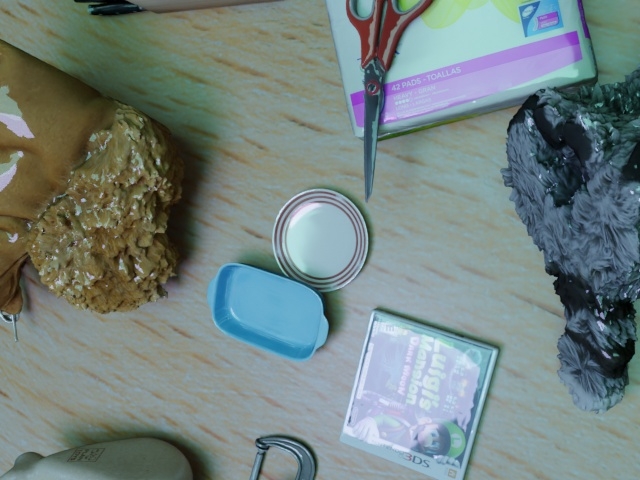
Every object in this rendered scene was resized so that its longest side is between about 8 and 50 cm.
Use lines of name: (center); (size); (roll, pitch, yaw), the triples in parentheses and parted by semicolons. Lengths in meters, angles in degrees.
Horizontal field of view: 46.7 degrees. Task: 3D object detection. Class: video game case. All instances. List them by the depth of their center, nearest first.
video game case: (0.126, 0.204, 0.973); (0.173, 0.022, 0.191); (16, 98, 19)

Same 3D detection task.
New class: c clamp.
c clamp: (-0.080, 0.347, 1.058); (0.137, 0.022, 0.161); (24, 101, 18)

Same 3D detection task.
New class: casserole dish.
casserole dish: (-0.069, 0.094, 1.026); (0.188, 0.037, 0.114); (18, 110, 21)

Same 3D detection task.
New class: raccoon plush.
raccoon plush: (0.377, -0.052, 0.818); (0.299, 0.447, 0.216); (-23, 45, -15)

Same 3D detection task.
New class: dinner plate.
dinner plate: (0.000, 0.000, 1.014); (0.141, 0.017, 0.141); (1, 92, 20)

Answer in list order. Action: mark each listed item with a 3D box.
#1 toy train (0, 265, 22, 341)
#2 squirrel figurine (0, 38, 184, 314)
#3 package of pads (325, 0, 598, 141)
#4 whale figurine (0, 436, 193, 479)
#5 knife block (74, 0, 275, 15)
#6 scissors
toy train: (-0.563, 0.053, 1.192); (0.143, 0.105, 0.248); (-14, 89, 32)
squirrel figurine: (-0.387, -0.039, 1.006); (0.396, 0.281, 0.371); (27, 91, 8)
package of pads: (0.159, -0.264, 0.895); (0.296, 0.101, 0.229); (-12, 89, 20)
whale figurine: (-0.318, 0.368, 1.053); (0.271, 0.216, 0.141); (3, 103, 2)
knife block: (-0.219, -0.362, 1.042); (0.276, 0.088, 0.242); (47, 108, 12)
scissors: (0.057, -0.201, 0.879); (0.108, 0.021, 0.297); (20, 102, 18)
